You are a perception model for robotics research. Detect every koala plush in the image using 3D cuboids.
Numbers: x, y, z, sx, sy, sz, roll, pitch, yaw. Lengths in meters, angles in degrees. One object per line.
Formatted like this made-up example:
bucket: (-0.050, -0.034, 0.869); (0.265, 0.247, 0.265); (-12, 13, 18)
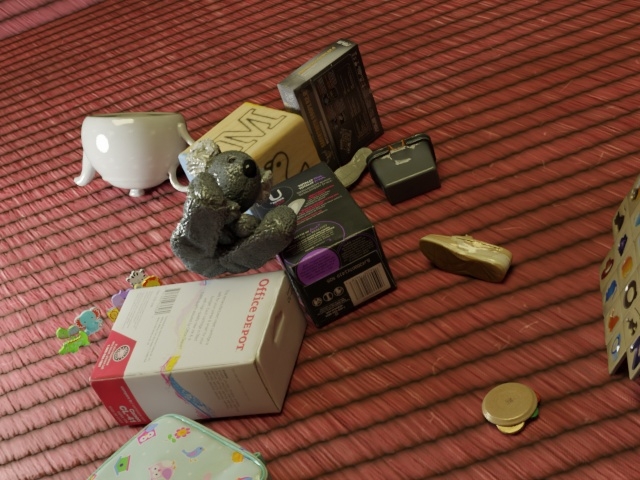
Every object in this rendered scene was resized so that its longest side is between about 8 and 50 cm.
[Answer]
koala plush: (-0.160, -0.069, 1.719); (0.203, 0.196, 0.221); (-45, 32, 43)

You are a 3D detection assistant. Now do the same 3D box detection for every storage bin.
storage bin: (0.167, -0.136, 1.939); (0.135, 0.098, 0.091); (-21, 45, 2)

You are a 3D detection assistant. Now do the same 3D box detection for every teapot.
teapot: (-0.410, -0.191, 2.255); (0.252, 0.187, 0.256); (-6, 10, -24)

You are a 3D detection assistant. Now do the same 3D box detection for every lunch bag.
lunch bag: (-0.193, 0.376, 1.445); (0.279, 0.108, 0.224); (19, 50, 43)

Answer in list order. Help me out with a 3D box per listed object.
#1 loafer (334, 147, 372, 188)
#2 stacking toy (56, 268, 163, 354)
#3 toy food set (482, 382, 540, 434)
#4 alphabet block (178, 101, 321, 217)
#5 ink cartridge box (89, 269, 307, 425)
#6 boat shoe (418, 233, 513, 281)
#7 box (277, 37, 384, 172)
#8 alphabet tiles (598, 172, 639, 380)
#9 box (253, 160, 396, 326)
loafer: (0.063, -0.137, 2.044); (0.045, 0.039, 0.125); (37, 64, 14)
stacking toy: (-0.399, 0.130, 1.876); (0.221, 0.052, 0.167); (-33, 11, -12)
toy food set: (0.274, 0.237, 1.442); (0.082, 0.020, 0.083); (-36, 37, -18)
alphabet block: (-0.131, -0.138, 2.016); (0.193, 0.192, 0.197); (22, 56, 43)
ink cartridge box: (-0.200, 0.181, 1.684); (0.306, 0.131, 0.226); (-6, 37, 20)
boat shoe: (0.249, 0.022, 1.710); (0.170, 0.063, 0.059); (21, 50, 33)
box: (0.025, -0.269, 2.064); (0.183, 0.231, 0.056); (-40, 42, -21)
alphabet tiles: (0.467, 0.020, 1.427); (0.011, 0.285, 0.343); (16, 42, -3)
box: (0.000, 0.000, 1.798); (0.165, 0.143, 0.270); (-26, 35, -4)
